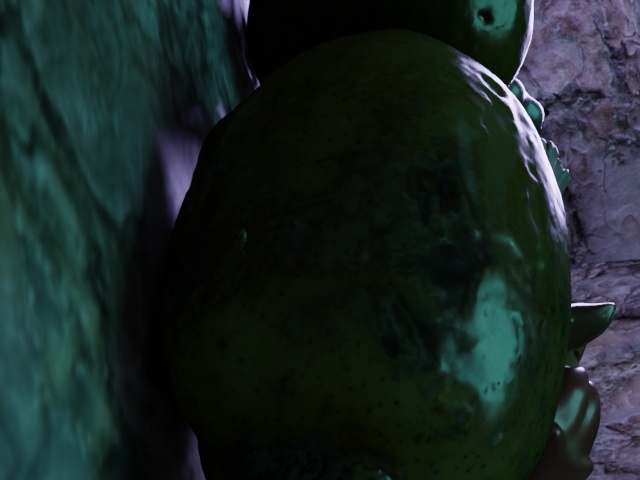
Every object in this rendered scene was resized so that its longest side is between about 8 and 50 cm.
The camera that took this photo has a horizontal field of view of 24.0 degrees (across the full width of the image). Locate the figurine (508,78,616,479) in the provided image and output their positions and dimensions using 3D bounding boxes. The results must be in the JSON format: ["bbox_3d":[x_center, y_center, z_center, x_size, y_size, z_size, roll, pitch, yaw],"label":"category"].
[{"bbox_3d":[0.127,0.073,1.043,0.207,0.166,0.387,36,44,-54],"label":"figurine"}]

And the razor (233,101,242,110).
[{"bbox_3d":[-0.007,0.003,0.727,0.084,0.036,0.211,63,2,36],"label":"razor"}]

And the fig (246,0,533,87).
[{"bbox_3d":[0.024,-0.141,0.688,0.126,0.133,0.185,-22,102,-64],"label":"fig"}]

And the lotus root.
[{"bbox_3d":[0.015,0.039,0.521,0.278,0.154,0.154,-76,159,-47],"label":"lotus root"}]
